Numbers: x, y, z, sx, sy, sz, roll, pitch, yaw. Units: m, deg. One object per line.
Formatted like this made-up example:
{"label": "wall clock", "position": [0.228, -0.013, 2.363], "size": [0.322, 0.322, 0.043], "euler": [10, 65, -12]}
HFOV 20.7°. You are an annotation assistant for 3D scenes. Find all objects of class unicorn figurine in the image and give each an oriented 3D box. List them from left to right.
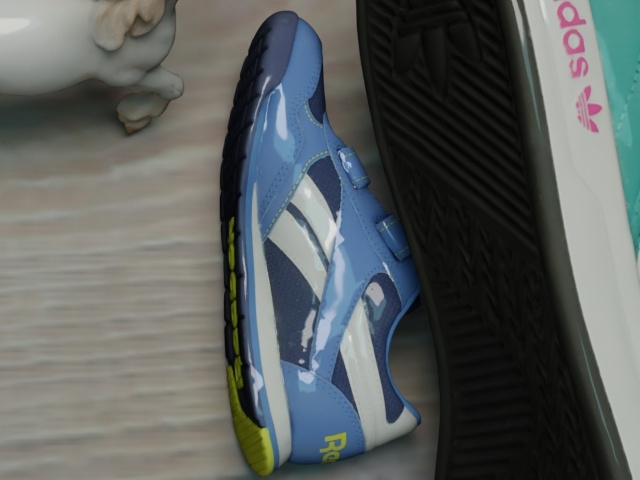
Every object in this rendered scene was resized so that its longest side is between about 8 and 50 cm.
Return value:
{"label": "unicorn figurine", "position": [-0.078, -0.065, 0.517], "size": [0.162, 0.111, 0.060], "euler": [-25, 82, -13]}

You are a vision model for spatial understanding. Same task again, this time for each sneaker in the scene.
{"label": "sneaker", "position": [0.000, 0.000, 0.547], "size": [0.059, 0.053, 0.144], "euler": [-2, 85, -10]}
{"label": "sneaker", "position": [0.121, 0.024, 0.528], "size": [0.178, 0.124, 0.295], "euler": [-14, 100, -27]}
